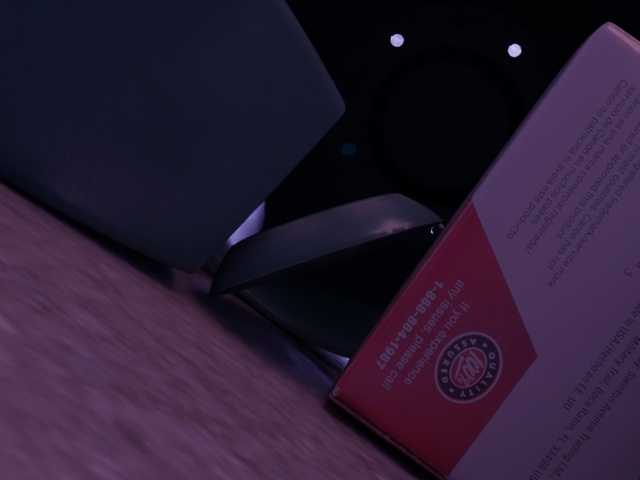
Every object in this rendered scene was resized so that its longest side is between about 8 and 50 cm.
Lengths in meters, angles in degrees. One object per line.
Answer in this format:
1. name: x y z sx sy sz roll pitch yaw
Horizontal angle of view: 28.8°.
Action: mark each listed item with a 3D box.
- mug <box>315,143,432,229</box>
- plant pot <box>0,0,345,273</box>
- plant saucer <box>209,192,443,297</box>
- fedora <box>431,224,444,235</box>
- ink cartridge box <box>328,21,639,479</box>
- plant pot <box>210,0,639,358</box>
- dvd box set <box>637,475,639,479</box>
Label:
1. mug: 0.000 -0.024 0.962 0.157 0.097 0.130 16 44 -28
2. plant pot: -0.111 -0.107 0.584 0.234 0.166 0.165 42 2 -12
3. plant saucer: 0.000 0.000 0.606 0.119 0.119 0.021 9 63 -84
4. fedora: 0.156 0.001 1.261 0.334 0.153 0.334 27 -16 8
5. ink cartridge box: 0.177 0.070 0.578 0.283 0.207 0.117 37 2 4
6. plant pot: 0.074 -0.080 0.773 0.293 0.293 0.235 36 7 7
7. dvd box set: 0.335 0.139 0.447 0.420 0.308 0.062 37 -23 5
